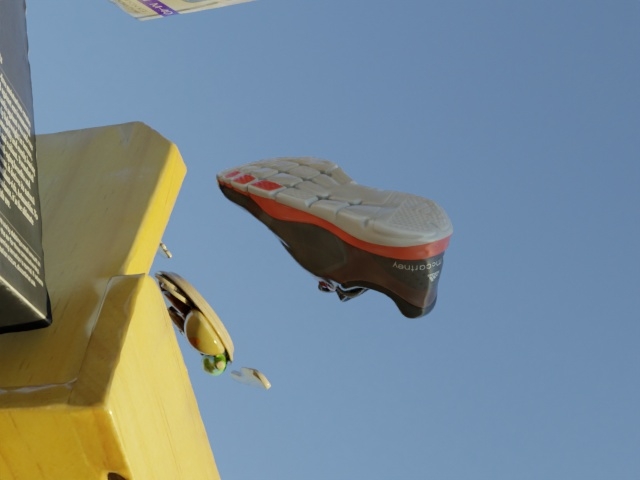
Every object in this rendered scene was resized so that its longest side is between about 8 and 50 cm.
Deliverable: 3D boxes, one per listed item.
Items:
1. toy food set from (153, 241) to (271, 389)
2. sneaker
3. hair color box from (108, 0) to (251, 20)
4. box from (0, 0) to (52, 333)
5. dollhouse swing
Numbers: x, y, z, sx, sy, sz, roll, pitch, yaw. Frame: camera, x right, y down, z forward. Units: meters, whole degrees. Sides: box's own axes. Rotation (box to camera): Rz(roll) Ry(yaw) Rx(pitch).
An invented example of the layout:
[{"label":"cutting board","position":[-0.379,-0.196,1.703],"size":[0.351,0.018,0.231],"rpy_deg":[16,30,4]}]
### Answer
[{"label":"toy food set","position":[-0.136,0.085,1.253],"size":[0.192,0.038,0.132],"rpy_deg":[54,-18,-8]},{"label":"sneaker","position":[0.000,0.000,0.628],"size":[0.158,0.061,0.065],"rpy_deg":[25,-56,46]},{"label":"hair color box","position":[-0.026,-0.227,0.694],"size":[0.339,0.110,0.185],"rpy_deg":[-5,-17,32]},{"label":"box","position":[-0.346,-0.084,0.777],"size":[0.296,0.294,0.183],"rpy_deg":[-9,-19,0]},{"label":"dollhouse swing","position":[-0.243,0.118,0.954],"size":[0.347,0.305,0.315],"rpy_deg":[-6,-64,17]}]
